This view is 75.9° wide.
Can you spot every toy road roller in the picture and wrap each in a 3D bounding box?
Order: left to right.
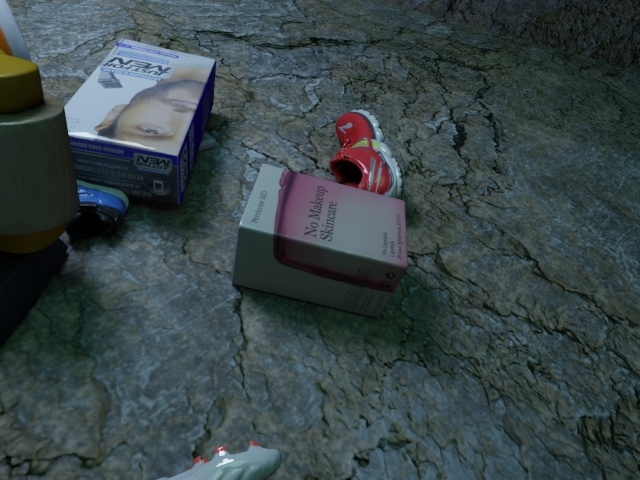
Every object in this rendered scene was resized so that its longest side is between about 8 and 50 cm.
[{"bbox_3d":[-0.433,-0.149,0.506,0.330,0.202,0.240,14,34,1],"label":"toy road roller"}]

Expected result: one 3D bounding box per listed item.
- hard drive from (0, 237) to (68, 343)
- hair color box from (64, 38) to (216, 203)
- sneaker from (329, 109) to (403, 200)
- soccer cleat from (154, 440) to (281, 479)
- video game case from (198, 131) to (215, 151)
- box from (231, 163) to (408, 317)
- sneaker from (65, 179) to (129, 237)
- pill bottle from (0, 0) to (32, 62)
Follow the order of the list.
[{"bbox_3d":[-0.437,0.064,0.465,0.172,0.054,0.254,15,45,-4],"label":"hard drive"},{"bbox_3d":[-0.305,-0.224,0.724,0.185,0.110,0.338,9,47,-10],"label":"hair color box"},{"bbox_3d":[0.071,-0.174,0.833,0.118,0.107,0.279,-9,48,-14],"label":"sneaker"},{"bbox_3d":[-0.127,0.251,0.383,0.196,0.068,0.076,-12,57,-18],"label":"soccer cleat"},{"bbox_3d":[-0.309,-0.203,0.792,0.143,0.019,0.157,40,49,21],"label":"video game case"},{"bbox_3d":[0.000,0.000,0.619,0.232,0.126,0.148,14,45,-5],"label":"box"},{"bbox_3d":[-0.368,-0.048,0.593,0.152,0.058,0.084,12,36,-17],"label":"sneaker"},{"bbox_3d":[-0.664,-0.259,0.582,0.392,0.224,0.224,-29,61,-38],"label":"pill bottle"}]
